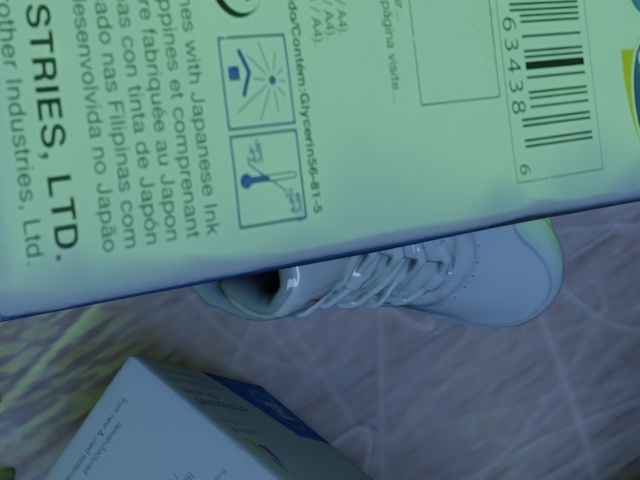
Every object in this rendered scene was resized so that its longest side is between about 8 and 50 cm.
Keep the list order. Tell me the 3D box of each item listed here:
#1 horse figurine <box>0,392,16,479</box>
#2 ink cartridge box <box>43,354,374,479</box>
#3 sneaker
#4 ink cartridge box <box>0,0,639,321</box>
[{"bbox_3d":[-0.248,0.079,0.659,0.263,0.066,0.174,38,88,-12],"label":"horse figurine"},{"bbox_3d":[0.013,0.147,0.626,0.231,0.134,0.078,37,94,22],"label":"ink cartridge box"},{"bbox_3d":[0.000,0.000,0.643,0.232,0.115,0.090,20,124,-20],"label":"sneaker"},{"bbox_3d":[0.012,-0.132,0.506,0.395,0.151,0.270,-10,96,-42],"label":"ink cartridge box"}]
